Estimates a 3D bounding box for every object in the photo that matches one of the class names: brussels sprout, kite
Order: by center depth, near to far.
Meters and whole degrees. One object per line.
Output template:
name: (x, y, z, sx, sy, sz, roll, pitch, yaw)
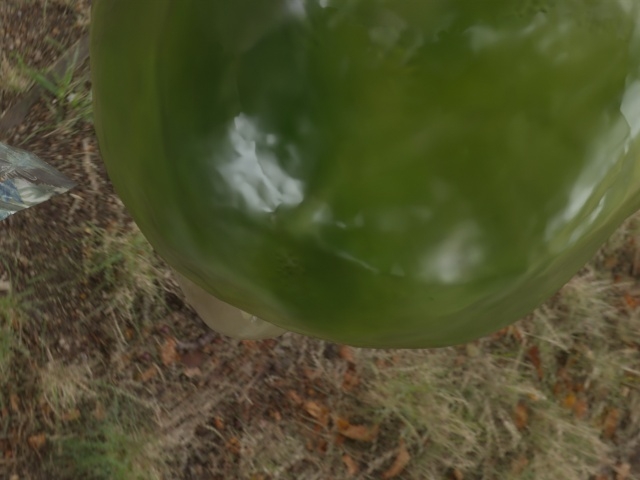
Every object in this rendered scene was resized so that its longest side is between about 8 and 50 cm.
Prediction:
brussels sprout: (0.037, -0.092, 0.557, 0.344, 0.344, 0.268, -32, 118, -13)
kite: (-0.469, -0.069, 1.421, 0.169, 0.310, 0.015, 30, 118, 7)

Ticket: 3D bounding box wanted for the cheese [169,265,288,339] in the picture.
cheese: (-0.040, -0.040, 0.841, 0.117, 0.218, 0.235, 5, 70, -37)
